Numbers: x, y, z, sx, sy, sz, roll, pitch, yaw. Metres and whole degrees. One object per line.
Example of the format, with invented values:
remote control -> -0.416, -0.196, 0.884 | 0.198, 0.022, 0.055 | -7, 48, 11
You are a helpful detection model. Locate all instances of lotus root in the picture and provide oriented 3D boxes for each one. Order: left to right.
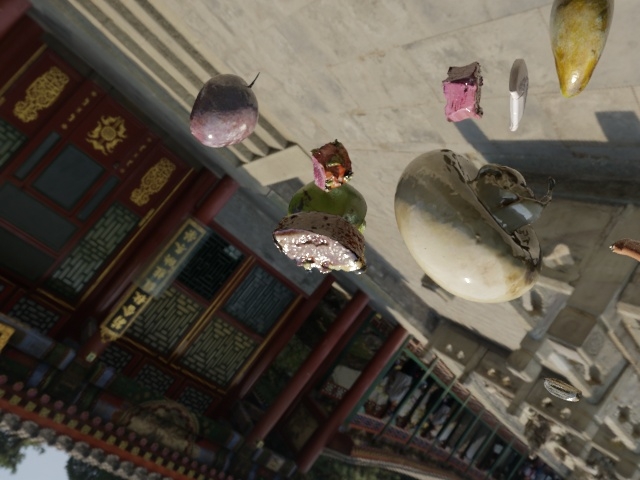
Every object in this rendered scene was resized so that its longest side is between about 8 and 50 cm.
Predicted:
lotus root -> 0.562, 0.348, 1.044 | 0.037, 0.030, 0.083 | 2, -169, -34

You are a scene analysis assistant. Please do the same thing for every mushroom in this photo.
mushroom -> 0.331, -0.053, 0.936 | 0.362, 0.294, 0.362 | 32, -145, -26

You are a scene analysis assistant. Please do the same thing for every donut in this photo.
donut -> 0.008, -0.004, 1.019 | 0.186, 0.126, 0.144 | -9, 128, 24

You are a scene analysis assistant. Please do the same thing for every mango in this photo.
mango -> 0.688, -0.549, 1.201 | 0.146, 0.316, 0.193 | 7, -163, 18

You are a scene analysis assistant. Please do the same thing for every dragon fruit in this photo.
dragon fruit -> 0.036, -0.190, 1.238 | 0.096, 0.102, 0.147 | 54, 160, 37

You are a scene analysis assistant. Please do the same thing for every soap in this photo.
soap -> 0.467, -0.482, 1.467 | 0.112, 0.182, 0.289 | -1, -174, 25

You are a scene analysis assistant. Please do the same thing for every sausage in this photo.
sausage -> 0.602, 0.026, 0.833 | 0.158, 0.042, 0.036 | -92, -5, -75

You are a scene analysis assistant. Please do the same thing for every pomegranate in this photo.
pomegranate -> 0.004, -0.085, 1.449 | 0.260, 0.260, 0.340 | 43, 175, -36

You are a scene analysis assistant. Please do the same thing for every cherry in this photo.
cherry -> -0.287, -0.391, 1.367 | 0.183, 0.266, 0.213 | 36, 155, 23

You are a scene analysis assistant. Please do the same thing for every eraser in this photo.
eraser -> 0.707, -0.549, 1.595 | 0.059, 0.243, 0.204 | 7, 158, 27
